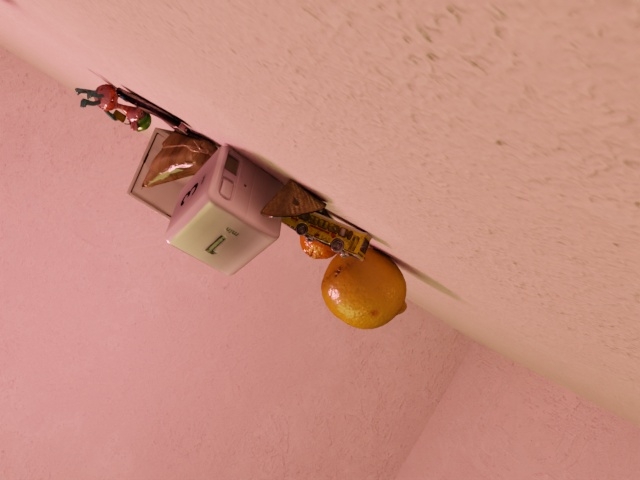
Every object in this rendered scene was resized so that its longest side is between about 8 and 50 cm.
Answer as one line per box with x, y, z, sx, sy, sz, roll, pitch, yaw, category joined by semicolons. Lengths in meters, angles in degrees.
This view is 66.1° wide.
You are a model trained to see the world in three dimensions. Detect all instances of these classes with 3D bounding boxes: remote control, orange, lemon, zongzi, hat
-0.415;-0.320;1.216;0.212;0.028;0.059;31;176;14;remote control
-0.001;0.000;1.499;0.135;0.117;0.135;39;-179;-1;orange
0.129;0.138;1.403;0.253;0.228;0.228;35;178;11;lemon
-0.364;-0.189;1.265;0.194;0.197;0.099;24;163;44;zongzi
-0.062;-0.099;1.056;0.145;0.067;0.146;-6;-163;2;hat

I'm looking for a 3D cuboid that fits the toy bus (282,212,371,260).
0.011;-0.019;1.216;0.226;0.074;0.081;23;174;24;toy bus

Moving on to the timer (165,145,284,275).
-0.218;-0.067;1.155;0.194;0.195;0.192;32;-141;-27;timer

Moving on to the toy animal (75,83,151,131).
-0.582;-0.372;1.379;0.103;0.100;0.208;-16;165;29;toy animal

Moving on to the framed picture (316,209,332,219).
-0.047;-0.096;1.337;0.189;0.023;0.260;28;176;14;framed picture

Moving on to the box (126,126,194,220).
-0.428;-0.186;1.503;0.225;0.225;0.117;31;-167;8;box
